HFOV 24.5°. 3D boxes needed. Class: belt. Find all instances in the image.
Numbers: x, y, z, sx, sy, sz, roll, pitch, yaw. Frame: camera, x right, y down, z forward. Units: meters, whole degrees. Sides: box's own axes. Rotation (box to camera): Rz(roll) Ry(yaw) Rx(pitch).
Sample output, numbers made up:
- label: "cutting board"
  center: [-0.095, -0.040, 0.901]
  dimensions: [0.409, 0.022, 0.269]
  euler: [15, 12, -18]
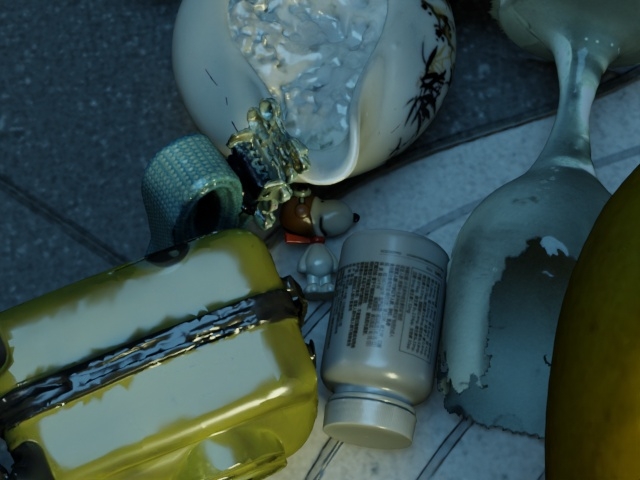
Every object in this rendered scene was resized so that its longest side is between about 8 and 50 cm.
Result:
- label: "belt"
  center: [-0.073, -0.016, 1.013]
  dimensions: [0.100, 0.179, 0.065]
  euler: [-25, 69, -22]

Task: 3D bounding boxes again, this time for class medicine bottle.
- label: "medicine bottle"
  center: [0.043, 0.069, 1.017]
  dimensions: [0.079, 0.079, 0.140]
  euler: [7, 68, 7]

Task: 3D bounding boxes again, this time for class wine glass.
- label: "wine glass"
  center: [0.165, -0.025, 1.021]
  dimensions: [0.143, 0.143, 0.321]
  euler: [8, 69, 7]

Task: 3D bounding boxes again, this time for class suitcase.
- label: "suitcase"
  center: [-0.110, 0.103, 0.954]
  dimensions: [0.235, 0.194, 0.143]
  euler: [-21, 75, -5]

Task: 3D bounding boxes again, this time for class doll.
- label: "doll"
  center: [-0.006, 0.002, 1.073]
  dimensions: [0.058, 0.040, 0.085]
  euler: [17, 69, 0]

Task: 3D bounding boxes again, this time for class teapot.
- label: "teapot"
  center: [-0.011, -0.165, 1.084]
  dimensions: [0.208, 0.166, 0.299]
  euler: [-12, 77, 11]

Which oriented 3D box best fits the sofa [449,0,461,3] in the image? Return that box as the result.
- label: "sofa"
  center: [0.136, -0.314, 1.137]
  dimensions: [0.200, 0.182, 0.258]
  euler: [-24, 55, -18]

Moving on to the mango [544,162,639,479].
- label: "mango"
  center: [0.251, 0.143, 0.847]
  dimensions: [0.232, 0.300, 0.445]
  euler: [8, 87, 36]
